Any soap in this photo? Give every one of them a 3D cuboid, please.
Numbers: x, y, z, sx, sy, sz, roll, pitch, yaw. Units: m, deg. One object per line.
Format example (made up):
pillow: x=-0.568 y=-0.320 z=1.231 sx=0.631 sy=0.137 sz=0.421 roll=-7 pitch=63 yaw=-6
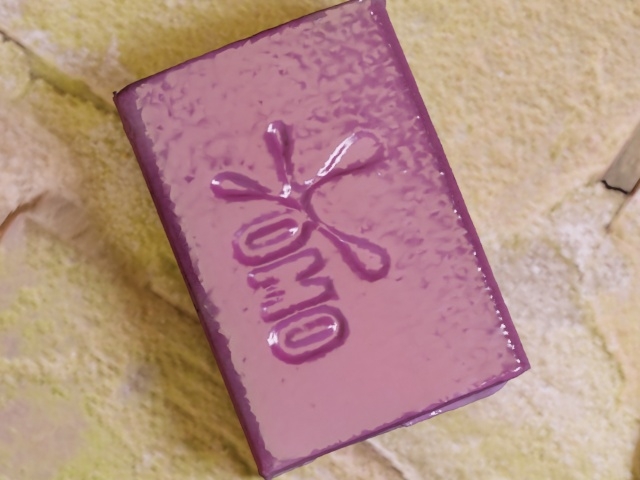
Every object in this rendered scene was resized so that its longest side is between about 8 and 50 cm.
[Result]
soap: x=0.000 y=0.000 z=1.155 sx=0.181 sy=0.081 sz=0.259 roll=-20 pitch=83 yaw=-3
